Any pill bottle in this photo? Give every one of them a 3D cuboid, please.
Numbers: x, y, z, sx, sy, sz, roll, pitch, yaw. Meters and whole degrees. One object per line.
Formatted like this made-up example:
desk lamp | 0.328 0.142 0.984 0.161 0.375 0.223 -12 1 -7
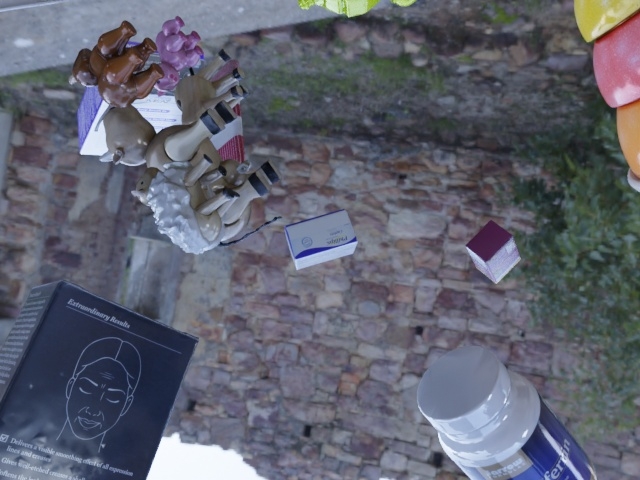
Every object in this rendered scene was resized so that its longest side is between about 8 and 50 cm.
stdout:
pill bottle | 0.259 0.277 0.859 0.264 0.153 0.153 48 159 -22

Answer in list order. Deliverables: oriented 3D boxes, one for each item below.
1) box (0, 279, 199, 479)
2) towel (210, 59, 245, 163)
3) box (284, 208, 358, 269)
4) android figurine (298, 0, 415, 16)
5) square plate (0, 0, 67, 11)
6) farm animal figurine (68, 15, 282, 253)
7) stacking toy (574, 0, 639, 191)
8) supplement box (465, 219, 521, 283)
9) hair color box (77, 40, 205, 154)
box | -0.459 0.313 1.138 0.294 0.395 0.212 32 155 -31
towel | -0.251 -0.228 1.429 0.037 0.328 0.237 14 149 -39
box | 0.000 0.000 1.218 0.126 0.072 0.137 -17 170 -5
android figurine | 0.058 -0.411 0.805 0.248 0.273 0.056 52 177 10
square plate | -0.703 -0.594 1.206 0.344 0.346 0.049 -19 178 -18
farm animal figurine | -0.190 -0.131 0.824 0.172 0.326 0.330 -34 176 19
stacking toy | 0.478 -0.331 0.857 0.479 0.351 0.350 50 172 -3
supplement box | 0.247 0.017 0.872 0.043 0.055 0.083 45 179 35
hair color box | -0.371 -0.272 1.242 0.185 0.109 0.339 -1 170 -30
